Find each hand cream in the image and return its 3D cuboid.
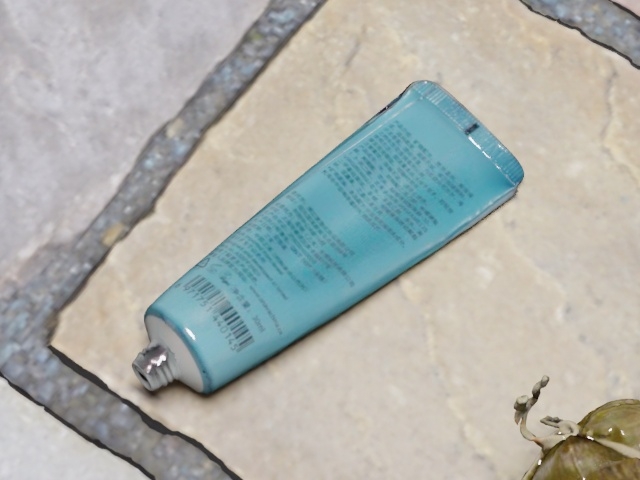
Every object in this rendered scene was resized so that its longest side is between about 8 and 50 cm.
[{"bbox_3d":[0.000,0.000,0.575,0.224,0.048,0.083,-36,71,-23],"label":"hand cream"}]

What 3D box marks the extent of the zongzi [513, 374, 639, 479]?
[{"bbox_3d":[0.220,0.148,0.487,0.241,0.111,0.248,-14,59,-28],"label":"zongzi"}]
